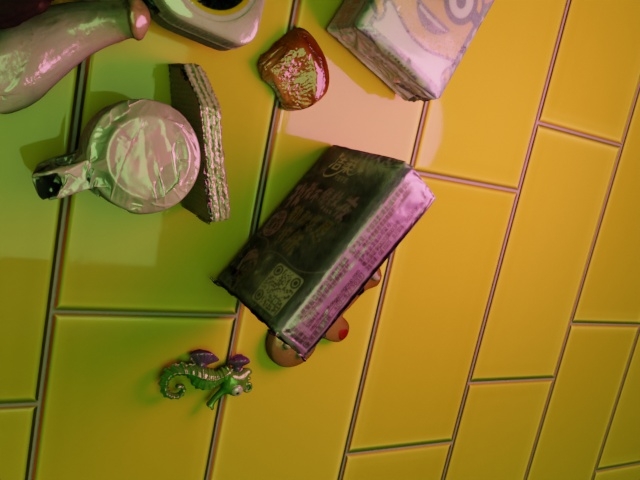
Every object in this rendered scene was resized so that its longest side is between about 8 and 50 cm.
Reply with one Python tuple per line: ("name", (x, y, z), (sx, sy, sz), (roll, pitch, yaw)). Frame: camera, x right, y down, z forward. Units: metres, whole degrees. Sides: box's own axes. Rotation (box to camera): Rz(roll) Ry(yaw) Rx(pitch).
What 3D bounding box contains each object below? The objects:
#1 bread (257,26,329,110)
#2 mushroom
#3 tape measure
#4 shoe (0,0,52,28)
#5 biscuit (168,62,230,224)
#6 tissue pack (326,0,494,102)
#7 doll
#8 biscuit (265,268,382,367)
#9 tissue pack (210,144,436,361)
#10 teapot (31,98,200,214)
("bread", (-0.039, -0.302, 1.080), (0.126, 0.044, 0.129), (-40, 123, -12))
("mushroom", (-0.376, -0.282, 0.853), (0.270, 0.118, 0.103), (-37, 156, -15))
("tape measure", (-0.179, -0.431, 0.927), (0.207, 0.115, 0.235), (13, 89, -32))
("shoe", (-0.427, -0.464, 0.734), (0.237, 0.171, 0.383), (-24, 102, -6))
("biscuit", (-0.199, -0.159, 0.973), (0.046, 0.147, 0.249), (-12, 108, -29))
("tissue pack", (0.192, -0.449, 1.118), (0.228, 0.128, 0.310), (33, 86, -32))
("doll", (-0.214, 0.266, 1.146), (0.190, 0.050, 0.115), (15, 90, -30))
("biscuit", (0.004, 0.134, 1.233), (0.301, 0.049, 0.197), (-50, 120, -7))
("tissue pack", (0.000, 0.000, 1.065), (0.361, 0.259, 0.122), (-50, 125, -9))
("teapot", (-0.305, -0.110, 0.911), (0.221, 0.178, 0.163), (-48, 120, -16))
